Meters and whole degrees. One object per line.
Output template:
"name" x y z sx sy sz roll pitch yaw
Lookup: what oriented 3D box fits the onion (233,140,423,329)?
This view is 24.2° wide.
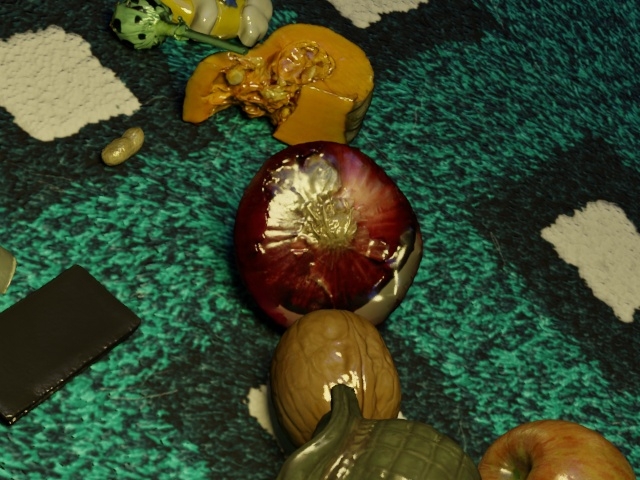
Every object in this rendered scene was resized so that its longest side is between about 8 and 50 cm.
"onion" 0.000 0.000 2.042 0.272 0.195 0.272 -1 92 -21

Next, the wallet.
"wallet" -0.342 0.123 1.836 0.124 0.025 0.244 42 46 10

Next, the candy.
"candy" -0.203 -0.300 2.161 0.091 0.083 0.305 -2 17 -39

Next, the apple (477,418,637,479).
"apple" 0.297 0.333 1.886 0.188 0.211 0.211 38 36 -34

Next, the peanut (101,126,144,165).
"peanut" -0.277 -0.132 2.097 0.037 0.037 0.083 35 45 3

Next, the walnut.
"walnut" 0.019 0.185 1.888 0.167 0.167 0.207 8 47 -24

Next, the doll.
"doll" -0.184 -0.414 2.348 0.237 0.111 0.252 10 57 -20

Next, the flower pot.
"flower pot" 0.042 0.331 1.672 0.213 0.302 0.302 27 43 7

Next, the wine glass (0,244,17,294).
"wine glass" -0.472 0.012 1.771 0.204 0.111 0.111 31 40 -29

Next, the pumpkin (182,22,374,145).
"pumpkin" -0.049 -0.207 2.221 0.280 0.139 0.190 -28 69 -41
